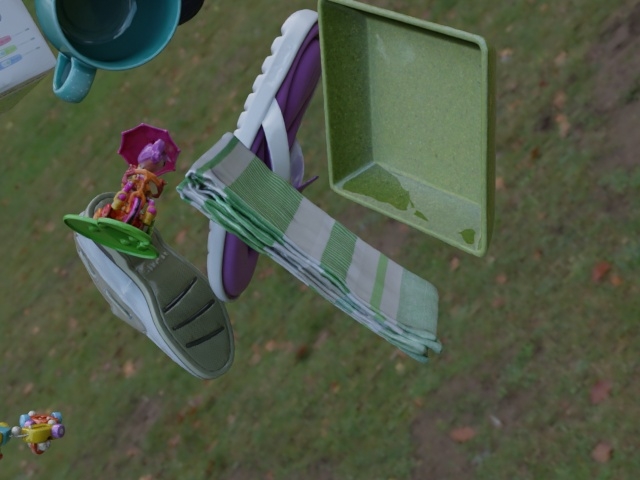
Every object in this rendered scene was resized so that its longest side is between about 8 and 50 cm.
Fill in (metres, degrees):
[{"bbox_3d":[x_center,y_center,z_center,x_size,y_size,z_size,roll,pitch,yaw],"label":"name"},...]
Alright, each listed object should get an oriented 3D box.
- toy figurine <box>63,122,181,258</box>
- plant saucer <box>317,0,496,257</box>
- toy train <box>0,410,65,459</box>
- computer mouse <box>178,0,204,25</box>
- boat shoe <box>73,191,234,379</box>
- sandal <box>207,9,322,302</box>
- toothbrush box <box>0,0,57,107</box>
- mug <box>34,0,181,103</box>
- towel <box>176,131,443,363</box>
[{"bbox_3d":[-0.234,-0.076,1.496,0.173,0.130,0.159,-15,53,68],"label":"toy figurine"},{"bbox_3d":[0.080,-0.103,0.970,0.045,0.188,0.188,-27,37,-34],"label":"plant saucer"},{"bbox_3d":[-0.417,0.267,1.601,0.125,0.166,0.046,3,92,50],"label":"toy train"},{"bbox_3d":[-0.202,-0.402,1.416,0.184,0.262,0.060,-39,26,-5],"label":"computer mouse"},{"bbox_3d":[-0.235,0.074,1.659,0.113,0.302,0.103,-33,-4,-39],"label":"boat shoe"},{"bbox_3d":[-0.053,-0.111,1.587,0.169,0.102,0.416,19,-93,-71],"label":"sandal"},{"bbox_3d":[-0.467,-0.257,1.495,0.122,0.206,0.283,-33,10,-27],"label":"toothbrush box"},{"bbox_3d":[-0.225,-0.227,1.155,0.157,0.129,0.097,-37,27,-16],"label":"mug"},{"bbox_3d":[0.000,0.000,1.318,0.038,0.325,0.248,-54,5,15],"label":"towel"}]
